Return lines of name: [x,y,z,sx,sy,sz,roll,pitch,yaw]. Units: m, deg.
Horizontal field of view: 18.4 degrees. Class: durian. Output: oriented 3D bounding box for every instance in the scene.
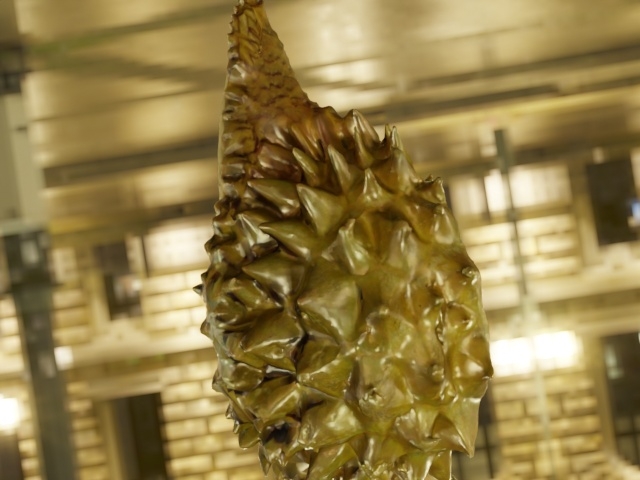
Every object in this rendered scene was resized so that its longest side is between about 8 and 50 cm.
durian: [-0.012,0.004,0.790,0.078,0.224,0.140,-18,175,-36]
